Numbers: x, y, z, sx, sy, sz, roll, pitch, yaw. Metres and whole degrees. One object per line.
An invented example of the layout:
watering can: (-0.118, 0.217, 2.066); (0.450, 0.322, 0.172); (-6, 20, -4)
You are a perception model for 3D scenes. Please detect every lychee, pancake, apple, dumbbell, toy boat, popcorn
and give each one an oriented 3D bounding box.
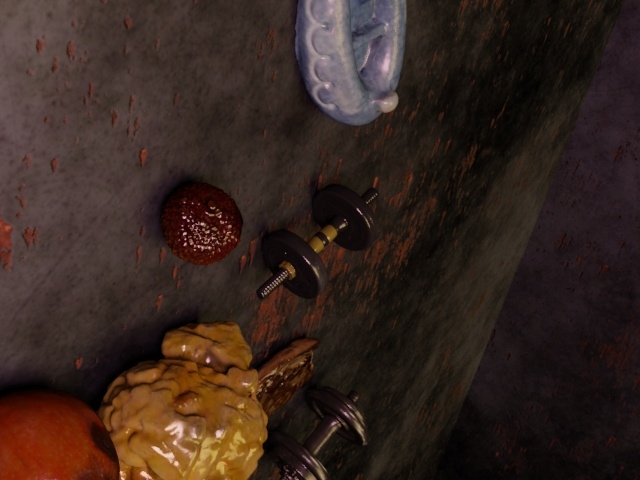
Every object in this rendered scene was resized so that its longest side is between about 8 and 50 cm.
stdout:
lychee: (-0.174, -0.018, 1.046); (0.123, 0.123, 0.129); (-30, 148, -43)
pancake: (-0.088, 0.287, 1.532); (0.212, 0.056, 0.257); (-52, 159, 0)
apple: (-0.373, 0.314, 0.933); (0.230, 0.230, 0.230); (-39, 145, -34)
dumbbell: (-0.004, 0.468, 1.689); (0.290, 0.192, 0.192); (-46, 149, -24)
dumbbell: (0.000, 0.000, 1.312); (0.325, 0.143, 0.143); (-43, 147, -29)
toy boat: (0.071, -0.327, 1.149); (0.215, 0.123, 0.330); (-39, 144, -36)
popcorn: (-0.203, 0.274, 1.127); (0.225, 0.265, 0.332); (-35, -154, 49)
